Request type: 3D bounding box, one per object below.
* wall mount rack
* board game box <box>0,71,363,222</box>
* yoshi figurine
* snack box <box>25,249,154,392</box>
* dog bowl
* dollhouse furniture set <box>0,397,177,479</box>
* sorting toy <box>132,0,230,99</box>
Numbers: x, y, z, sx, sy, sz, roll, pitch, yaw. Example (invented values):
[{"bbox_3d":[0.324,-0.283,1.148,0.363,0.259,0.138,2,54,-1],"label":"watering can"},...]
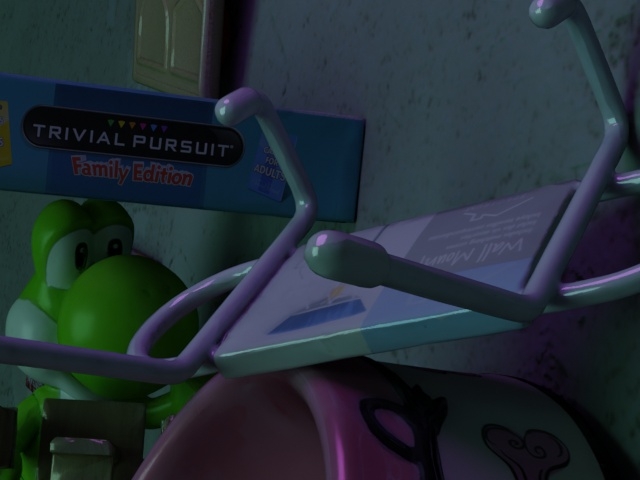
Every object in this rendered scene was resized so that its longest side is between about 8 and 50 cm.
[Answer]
[{"bbox_3d":[0.000,0.000,0.722,0.350,0.304,0.130,-14,112,33],"label":"wall mount rack"},{"bbox_3d":[-0.174,-0.072,1.118,0.254,0.336,0.079,-170,86,-65],"label":"board game box"},{"bbox_3d":[-0.175,0.152,1.230,0.203,0.203,0.362,-41,-44,-68],"label":"yoshi figurine"},{"bbox_3d":[-0.232,0.086,1.534,0.207,0.070,0.175,-159,75,-64],"label":"snack box"},{"bbox_3d":[-0.020,0.238,0.807,0.408,0.150,0.408,-48,29,37],"label":"dog bowl"},{"bbox_3d":[-0.169,0.239,1.115,0.161,0.212,0.242,92,-179,-77],"label":"dollhouse furniture set"},{"bbox_3d":[-0.115,-0.281,1.358,0.229,0.041,0.307,-150,62,-64],"label":"sorting toy"}]
